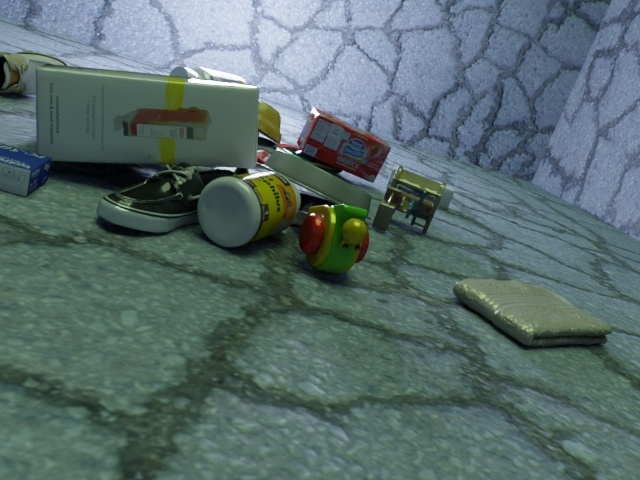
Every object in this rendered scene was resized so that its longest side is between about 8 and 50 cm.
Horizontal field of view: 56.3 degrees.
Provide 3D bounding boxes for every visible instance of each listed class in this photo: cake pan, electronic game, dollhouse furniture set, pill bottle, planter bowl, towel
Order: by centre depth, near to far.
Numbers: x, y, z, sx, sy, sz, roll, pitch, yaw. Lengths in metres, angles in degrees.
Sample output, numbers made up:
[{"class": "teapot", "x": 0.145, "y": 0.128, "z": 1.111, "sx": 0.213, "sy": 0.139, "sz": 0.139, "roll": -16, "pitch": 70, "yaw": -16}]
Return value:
[{"class": "pill bottle", "x": -0.115, "y": -0.061, "z": 1.058, "sx": 0.117, "sy": 0.117, "sz": 0.215, "roll": 24, "pitch": 18, "yaw": 16}, {"class": "towel", "x": 0.405, "y": 0.134, "z": 1.131, "sx": 0.282, "sy": 0.049, "sz": 0.187, "roll": 5, "pitch": 21, "yaw": -37}, {"class": "cake pan", "x": -0.003, "y": -0.134, "z": 1.402, "sx": 0.293, "sy": 0.054, "sz": 0.293, "roll": 26, "pitch": 4, "yaw": -2}, {"class": "dollhouse furniture set", "x": 0.213, "y": -0.068, "z": 1.480, "sx": 0.129, "sy": 0.129, "sz": 0.184, "roll": 22, "pitch": 41, "yaw": 8}, {"class": "electronic game", "x": -0.038, "y": -0.259, "z": 1.883, "sx": 0.229, "sy": 0.048, "sz": 0.229, "roll": 17, "pitch": 17, "yaw": -6}, {"class": "planter bowl", "x": -0.201, "y": -0.420, "z": 2.026, "sx": 0.217, "sy": 0.090, "sz": 0.217, "roll": 34, "pitch": 4, "yaw": -2}, {"class": "pill bottle", "x": -0.407, "y": -0.541, "z": 2.176, "sx": 0.162, "sy": 0.162, "sz": 0.278, "roll": 30, "pitch": 21, "yaw": 33}]

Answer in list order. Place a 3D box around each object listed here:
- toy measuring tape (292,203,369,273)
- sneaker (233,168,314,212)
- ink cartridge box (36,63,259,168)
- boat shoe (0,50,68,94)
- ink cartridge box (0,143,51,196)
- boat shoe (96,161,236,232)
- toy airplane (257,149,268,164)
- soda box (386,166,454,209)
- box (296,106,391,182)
[{"class": "toy measuring tape", "x": 0.000, "y": 0.000, "z": 1.083, "sx": 0.121, "sy": 0.122, "sz": 0.330, "roll": 12, "pitch": -5, "yaw": -20}, {"class": "sneaker", "x": -0.099, "y": -0.102, "z": 1.268, "sx": 0.214, "sy": 0.083, "sz": 0.084, "roll": 8, "pitch": 19, "yaw": -37}, {"class": "ink cartridge box", "x": -0.337, "y": -0.245, "z": 1.175, "sx": 0.384, "sy": 0.161, "sz": 0.279, "roll": 1, "pitch": 16, "yaw": -21}, {"class": "boat shoe", "x": -0.768, "y": -0.407, "z": 1.471, "sx": 0.302, "sy": 0.113, "sz": 0.103, "roll": -6, "pitch": 29, "yaw": -33}, {"class": "ink cartridge box", "x": -0.543, "y": -0.129, "z": 0.933, "sx": 0.206, "sy": 0.046, "sz": 0.097, "roll": 16, "pitch": 18, "yaw": -11}, {"class": "boat shoe", "x": -0.243, "y": -0.083, "z": 1.013, "sx": 0.108, "sy": 0.102, "sz": 0.301, "roll": 27, "pitch": 18, "yaw": 25}, {"class": "toy airplane", "x": -0.165, "y": -0.224, "z": 1.670, "sx": 0.151, "sy": 0.028, "sz": 0.151, "roll": 17, "pitch": 18, "yaw": -6}, {"class": "soda box", "x": 0.330, "y": -0.176, "z": 1.984, "sx": 0.216, "sy": 0.069, "sz": 0.074, "roll": 20, "pitch": 17, "yaw": 6}, {"class": "box", "x": 0.071, "y": -0.294, "z": 1.845, "sx": 0.256, "sy": 0.128, "sz": 0.123, "roll": 21, "pitch": 19, "yaw": -19}]
